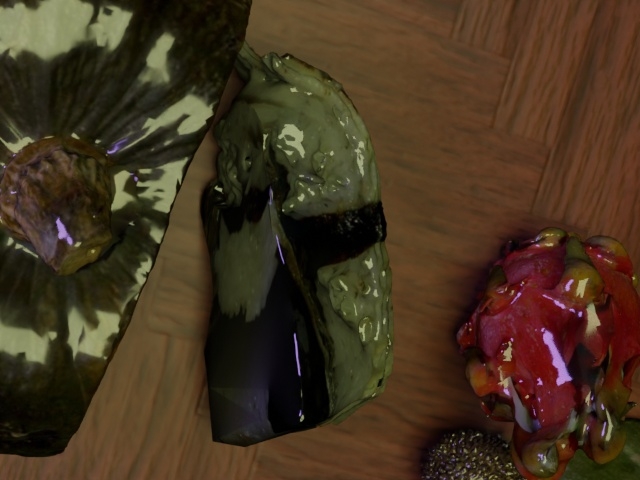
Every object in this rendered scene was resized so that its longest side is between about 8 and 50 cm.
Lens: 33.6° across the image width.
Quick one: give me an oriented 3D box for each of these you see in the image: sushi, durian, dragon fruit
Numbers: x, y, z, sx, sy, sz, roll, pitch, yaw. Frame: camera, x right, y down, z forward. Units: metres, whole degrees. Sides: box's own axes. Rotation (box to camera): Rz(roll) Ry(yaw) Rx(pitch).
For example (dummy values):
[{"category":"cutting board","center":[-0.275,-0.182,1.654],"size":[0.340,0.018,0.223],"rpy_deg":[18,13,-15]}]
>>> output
[{"category":"sushi","center":[-0.010,-0.007,0.691],"size":[0.109,0.134,0.273],"rpy_deg":[0,80,-31]},{"category":"durian","center":[0.113,0.170,0.762],"size":[0.091,0.080,0.080],"rpy_deg":[-43,106,-23]},{"category":"dragon fruit","center":[0.163,0.081,0.729],"size":[0.133,0.207,0.150],"rpy_deg":[26,134,-4]}]

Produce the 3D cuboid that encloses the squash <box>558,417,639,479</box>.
[{"category":"squash","center":[0.240,0.230,0.781],"size":[0.170,0.123,0.170],"rpy_deg":[-4,103,-18]}]

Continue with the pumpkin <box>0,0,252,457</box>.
[{"category":"pumpkin","center":[-0.149,-0.036,0.582],"size":[0.139,0.222,0.317],"rpy_deg":[25,90,-16]}]
